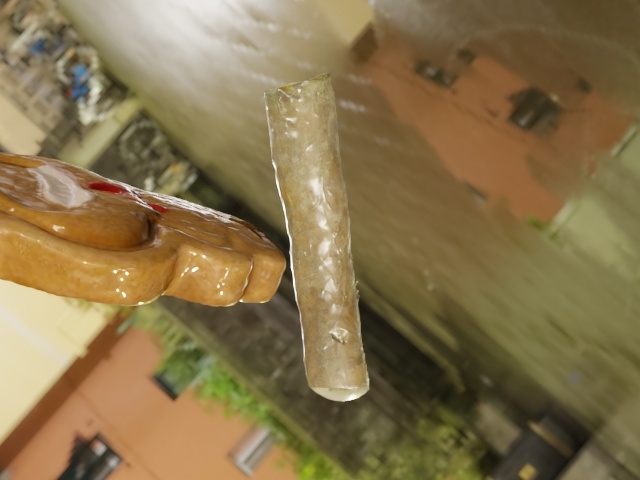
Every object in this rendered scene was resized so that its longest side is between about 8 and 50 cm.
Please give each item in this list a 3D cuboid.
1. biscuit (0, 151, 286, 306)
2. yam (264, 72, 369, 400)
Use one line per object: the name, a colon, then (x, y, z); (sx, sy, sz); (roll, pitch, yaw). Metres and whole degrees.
biscuit: (-0.178, -0.018, 0.807); (0.334, 0.047, 0.202); (11, -167, -26)
yam: (0.000, 0.000, 1.269); (0.066, 0.066, 0.299); (-159, 60, -76)
